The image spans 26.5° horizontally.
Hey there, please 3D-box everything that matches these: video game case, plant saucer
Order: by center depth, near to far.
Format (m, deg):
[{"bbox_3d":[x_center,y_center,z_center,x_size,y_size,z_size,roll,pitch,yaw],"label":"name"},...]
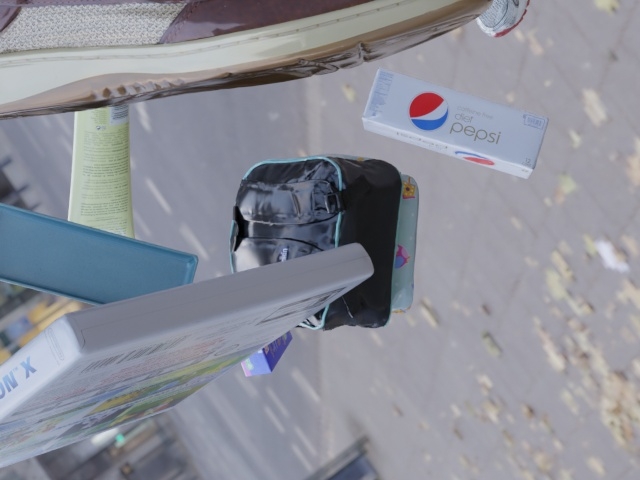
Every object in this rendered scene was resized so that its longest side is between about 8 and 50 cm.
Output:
[{"bbox_3d":[-0.156,0.105,1.108,0.300,0.329,0.036,-36,76,38],"label":"video game case"},{"bbox_3d":[-0.208,0.021,1.199,0.192,0.067,0.018,15,168,-8],"label":"plant saucer"}]

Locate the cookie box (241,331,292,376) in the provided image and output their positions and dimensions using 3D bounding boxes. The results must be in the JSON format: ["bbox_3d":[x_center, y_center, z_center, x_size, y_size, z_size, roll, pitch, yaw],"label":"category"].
[{"bbox_3d":[-0.082,0.118,1.827,0.107,0.040,0.092,-55,-51,-64],"label":"cookie box"}]

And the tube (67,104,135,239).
[{"bbox_3d":[-0.258,-0.088,1.593,0.062,0.070,0.240,-55,-29,-63],"label":"tube"}]

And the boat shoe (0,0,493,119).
[{"bbox_3d":[-0.077,-0.146,0.771,0.123,0.342,0.123,-22,-76,-76],"label":"boat shoe"}]

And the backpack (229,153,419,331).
[{"bbox_3d":[0.000,0.000,1.289,0.188,0.144,0.166,3,92,49],"label":"backpack"}]

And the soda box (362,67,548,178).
[{"bbox_3d":[0.163,-0.142,1.654,0.216,0.069,0.074,18,175,5],"label":"soda box"}]

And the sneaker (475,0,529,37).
[{"bbox_3d":[0.189,-0.356,1.691,0.088,0.092,0.225,-28,73,40],"label":"sneaker"}]
